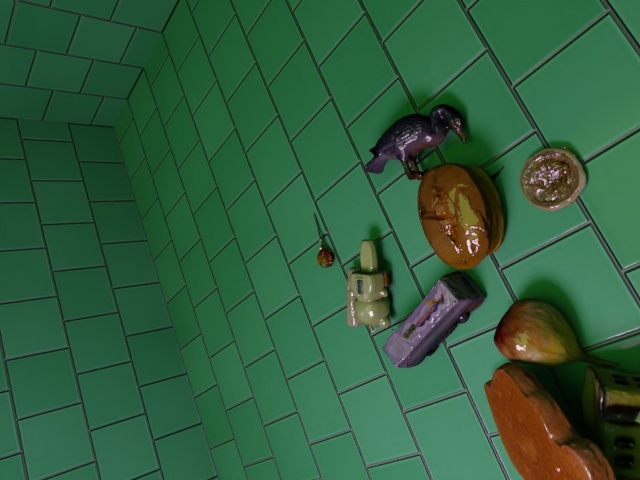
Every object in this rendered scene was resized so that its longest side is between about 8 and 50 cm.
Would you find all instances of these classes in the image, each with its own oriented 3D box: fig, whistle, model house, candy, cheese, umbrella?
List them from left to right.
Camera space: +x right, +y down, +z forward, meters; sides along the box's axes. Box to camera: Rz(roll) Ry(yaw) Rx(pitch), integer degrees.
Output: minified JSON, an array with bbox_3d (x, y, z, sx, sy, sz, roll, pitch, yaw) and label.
[{"bbox_3d":[0.000,0.000,1.749,0.060,0.061,0.200,-34,62,43],"label":"candy"},{"bbox_3d":[0.112,0.180,1.629,0.043,0.065,0.193,6,100,53],"label":"cheese"},{"bbox_3d":[0.153,0.139,1.551,0.131,0.106,0.288,2,96,48],"label":"whistle"},{"bbox_3d":[0.424,-0.143,1.305,0.122,0.013,0.022,-47,41,40],"label":"umbrella"},{"bbox_3d":[0.534,0.232,1.160,0.257,0.159,0.159,20,110,21],"label":"fig"},{"bbox_3d":[0.662,0.362,1.016,0.235,0.175,0.193,-1,92,15],"label":"model house"}]

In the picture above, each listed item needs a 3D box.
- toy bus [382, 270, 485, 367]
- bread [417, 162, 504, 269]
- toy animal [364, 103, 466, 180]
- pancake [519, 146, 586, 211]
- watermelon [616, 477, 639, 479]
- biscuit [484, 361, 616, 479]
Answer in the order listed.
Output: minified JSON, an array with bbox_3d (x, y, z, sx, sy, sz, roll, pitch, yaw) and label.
[{"bbox_3d":[0.295,0.226,1.389,0.112,0.138,0.316,53,126,31],"label":"toy bus"},{"bbox_3d":[0.349,-0.065,1.287,0.195,0.143,0.269,-20,86,51],"label":"bread"},{"bbox_3d":[0.252,-0.256,1.399,0.298,0.122,0.185,-8,93,40],"label":"toy animal"},{"bbox_3d":[0.533,-0.144,1.182,0.152,0.025,0.151,7,100,47],"label":"pancake"},{"bbox_3d":[0.622,0.545,1.045,0.223,0.180,0.305,-58,26,13],"label":"watermelon"},{"bbox_3d":[0.488,0.461,1.099,0.455,0.078,0.349,-119,15,-63],"label":"biscuit"}]
